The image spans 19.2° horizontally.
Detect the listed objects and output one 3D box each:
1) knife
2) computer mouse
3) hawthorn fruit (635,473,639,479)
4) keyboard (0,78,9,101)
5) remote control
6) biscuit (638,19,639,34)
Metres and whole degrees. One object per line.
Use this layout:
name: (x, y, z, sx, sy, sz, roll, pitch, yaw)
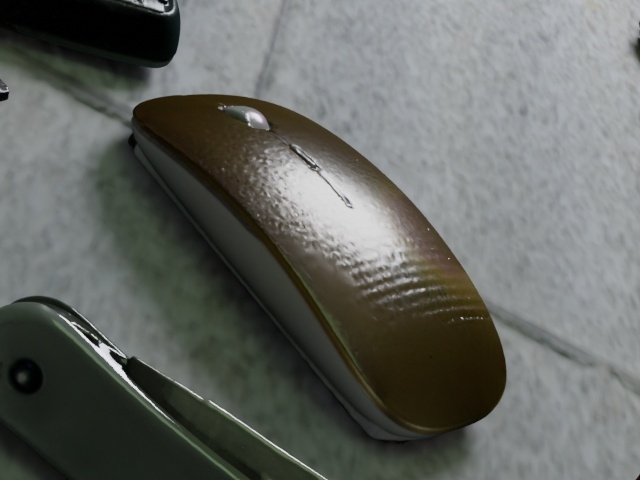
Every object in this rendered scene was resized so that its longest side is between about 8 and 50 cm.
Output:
knife: (-0.032, 0.112, 0.772, 0.265, 0.073, 0.040, 36, 23, 6)
computer mouse: (0.000, 0.000, 0.970, 0.126, 0.056, 0.245, -8, 50, -49)
hawthorn fruit: (0.225, 0.189, 0.718, 0.316, 0.316, 0.316, 24, 33, -17)
keyboard: (-0.220, -0.077, 0.909, 0.053, 0.010, 0.155, 47, 34, 21)
remote control: (-0.175, -0.148, 1.015, 0.222, 0.042, 0.072, 18, 33, -25)
biscuit: (0.346, -0.214, 1.577, 0.094, 0.054, 0.378, 35, 32, 4)
